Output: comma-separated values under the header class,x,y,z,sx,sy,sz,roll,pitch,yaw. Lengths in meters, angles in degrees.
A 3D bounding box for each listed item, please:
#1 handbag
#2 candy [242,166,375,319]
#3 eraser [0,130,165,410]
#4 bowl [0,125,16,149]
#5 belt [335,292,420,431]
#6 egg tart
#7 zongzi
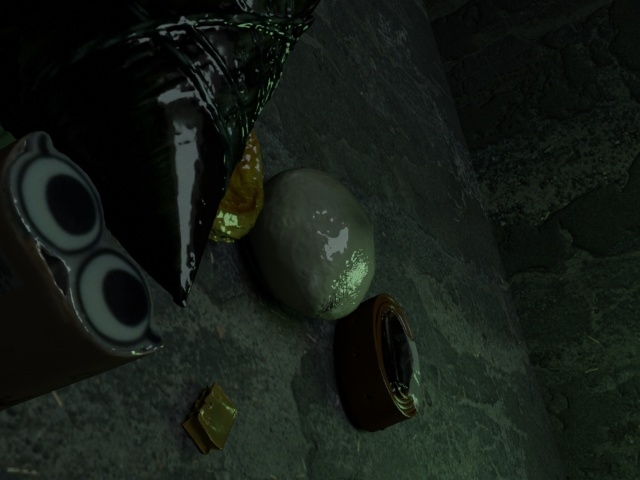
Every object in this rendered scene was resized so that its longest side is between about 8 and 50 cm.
class,x,y,z,sx,sy,sz,roll,pitch,yaw
handbag,-0.143,0.232,1.002,0.061,0.027,0.083,58,23,-19
candy,0.000,0.000,1.305,0.295,0.185,0.295,40,35,-36
eraser,-0.272,0.054,0.559,0.171,0.291,0.087,64,26,-9
bowl,-0.331,-0.147,0.790,0.313,0.146,0.313,44,34,-42
belt,0.111,0.228,1.441,0.184,0.105,0.261,41,33,-42
egg tart,-0.191,-0.127,1.100,0.295,0.116,0.294,49,28,-39
zongzi,-0.131,-0.114,0.669,0.384,0.319,0.362,-17,66,-50
